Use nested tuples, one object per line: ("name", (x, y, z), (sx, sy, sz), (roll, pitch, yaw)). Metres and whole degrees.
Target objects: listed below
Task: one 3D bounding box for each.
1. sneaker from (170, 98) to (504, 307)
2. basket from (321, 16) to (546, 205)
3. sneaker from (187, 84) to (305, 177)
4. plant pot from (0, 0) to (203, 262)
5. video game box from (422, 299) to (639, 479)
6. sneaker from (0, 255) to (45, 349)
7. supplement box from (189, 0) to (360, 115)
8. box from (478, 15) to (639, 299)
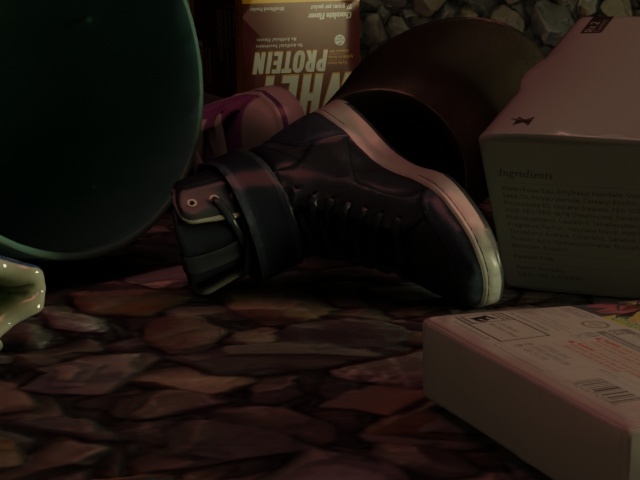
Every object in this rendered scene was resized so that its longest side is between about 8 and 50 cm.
("sneaker", (0.000, 0.001, 1.048), (0.163, 0.086, 0.226), (-24, 37, -22))
("basket", (0.070, -0.075, 1.267), (0.204, 0.154, 0.227), (-27, 7, 21))
("sneaker", (-0.130, -0.067, 1.418), (0.161, 0.102, 0.282), (-11, 3, -32))
("plant pot", (-0.269, -0.113, 1.185), (0.235, 0.293, 0.293), (-12, 1, 41))
("video game box", (0.169, 0.067, 0.737), (0.187, 0.048, 0.205), (-6, 11, -17))
("sneaker", (-0.216, 0.035, 0.865), (0.081, 0.080, 0.211), (-2, 11, 14))
("supplement box", (-0.050, -0.180, 1.742), (0.129, 0.191, 0.194), (-5, 11, -20))
("box", (0.226, -0.057, 1.070), (0.182, 0.119, 0.181), (5, 34, 31))
